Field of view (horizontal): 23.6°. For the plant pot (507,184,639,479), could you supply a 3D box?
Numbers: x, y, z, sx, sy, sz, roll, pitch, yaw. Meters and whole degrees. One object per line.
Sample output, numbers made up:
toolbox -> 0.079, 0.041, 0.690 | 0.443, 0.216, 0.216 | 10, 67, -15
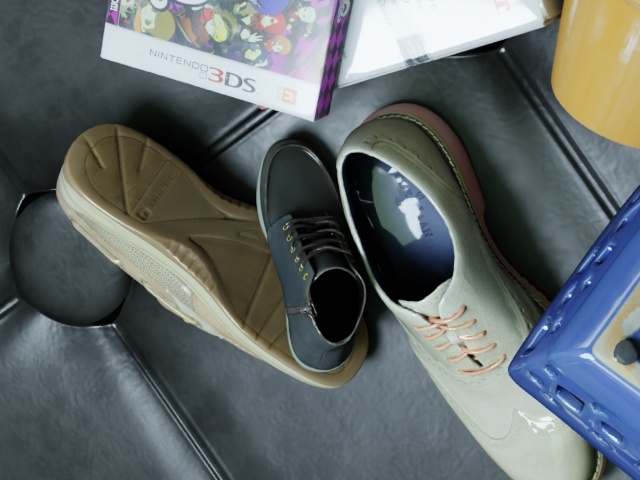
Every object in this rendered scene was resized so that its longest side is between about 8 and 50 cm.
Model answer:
plant pot -> 0.308, 0.078, 1.202 | 0.236, 0.212, 0.236 | 37, 85, 7

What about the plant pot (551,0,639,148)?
plant pot -> 0.274, -0.182, 1.210 | 0.205, 0.205, 0.188 | 29, 128, 12

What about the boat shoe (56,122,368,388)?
boat shoe -> -0.103, 0.023, 1.462 | 0.341, 0.121, 0.110 | 40, 150, -2

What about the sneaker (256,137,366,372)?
sneaker -> 0.000, 0.000, 1.370 | 0.083, 0.118, 0.222 | -10, 76, -12

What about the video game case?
video game case -> -0.071, -0.238, 1.279 | 0.210, 0.042, 0.232 | 19, 111, 17

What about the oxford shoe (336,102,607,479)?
oxford shoe -> 0.120, 0.073, 1.356 | 0.140, 0.146, 0.397 | -31, 92, 26

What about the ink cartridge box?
ink cartridge box -> 0.056, -0.247, 1.311 | 0.273, 0.114, 0.197 | -13, 99, 26
